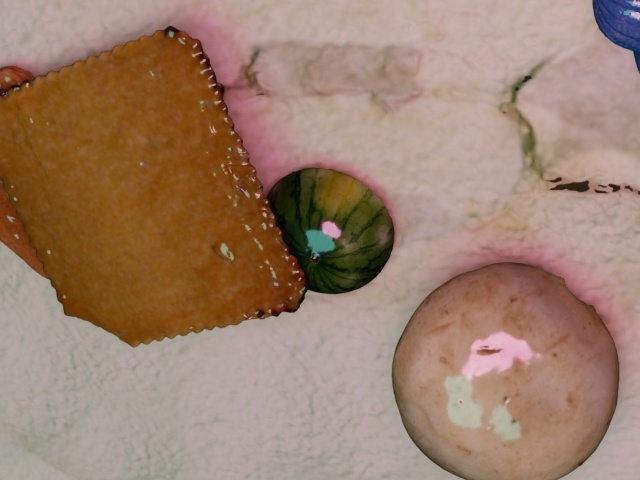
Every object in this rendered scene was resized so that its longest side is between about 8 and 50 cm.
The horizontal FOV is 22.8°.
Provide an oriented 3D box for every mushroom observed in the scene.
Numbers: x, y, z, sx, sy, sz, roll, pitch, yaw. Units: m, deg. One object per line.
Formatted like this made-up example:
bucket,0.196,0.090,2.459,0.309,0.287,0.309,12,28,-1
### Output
mushroom,0.135,0.097,1.155,0.166,0.127,0.166,0,106,2

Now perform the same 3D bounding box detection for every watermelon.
watermelon,0.000,0.000,1.193,0.105,0.062,0.105,12,127,17

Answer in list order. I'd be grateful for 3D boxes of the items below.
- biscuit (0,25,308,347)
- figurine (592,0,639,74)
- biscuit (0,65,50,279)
biscuit,-0.142,-0.030,1.210,0.237,0.013,0.232,-15,106,34
figurine,0.245,-0.151,0.995,0.149,0.087,0.086,-3,79,24
biscuit,-0.206,-0.063,1.264,0.192,0.036,0.186,43,123,-3
